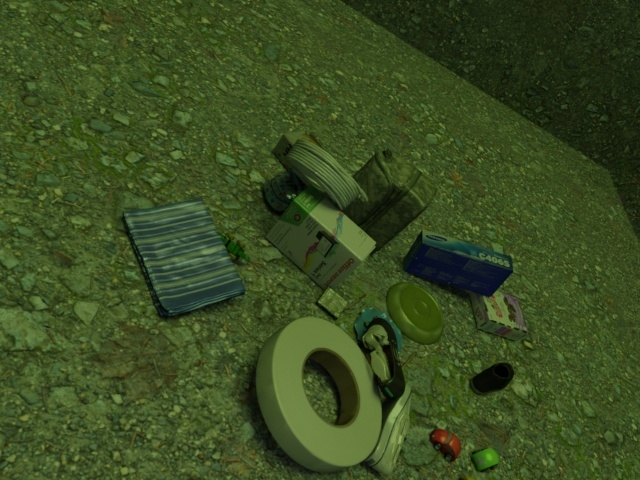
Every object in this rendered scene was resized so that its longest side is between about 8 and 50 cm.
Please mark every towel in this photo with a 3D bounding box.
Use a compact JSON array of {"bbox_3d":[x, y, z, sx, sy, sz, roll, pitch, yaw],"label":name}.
[{"bbox_3d":[-0.368,0.034,1.505,0.243,0.040,0.336,-14,64,-33],"label":"towel"}]

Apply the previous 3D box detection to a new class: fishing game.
[{"bbox_3d":[0.188,0.286,1.741,0.264,0.041,0.189,51,40,12],"label":"fishing game"}]

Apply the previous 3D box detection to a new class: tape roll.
[{"bbox_3d":[0.007,0.386,1.425,0.392,0.072,0.392,31,41,-31],"label":"tape roll"}]

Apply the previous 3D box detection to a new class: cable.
[{"bbox_3d":[0.003,-0.200,1.717,0.257,0.089,0.257,36,-7,45],"label":"cable"}]

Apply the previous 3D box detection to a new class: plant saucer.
[{"bbox_3d":[0.332,0.238,1.895,0.240,0.037,0.241,21,44,-22],"label":"plant saucer"}]

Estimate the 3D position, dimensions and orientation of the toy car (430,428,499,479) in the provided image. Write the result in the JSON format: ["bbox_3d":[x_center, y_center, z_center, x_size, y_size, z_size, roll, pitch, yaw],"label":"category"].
[{"bbox_3d":[0.449,0.642,1.615,0.224,0.053,0.239,1,55,-37],"label":"toy car"}]

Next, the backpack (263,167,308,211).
[{"bbox_3d":[-0.096,-0.167,1.863,0.173,0.117,0.158,7,52,-32],"label":"backpack"}]

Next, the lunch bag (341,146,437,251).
[{"bbox_3d":[0.211,-0.149,1.946,0.256,0.305,0.212,45,38,-1],"label":"lunch bag"}]

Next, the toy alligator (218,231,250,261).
[{"bbox_3d":[-0.281,0.002,1.628,0.189,0.056,0.051,36,-4,4],"label":"toy alligator"}]

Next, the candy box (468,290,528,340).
[{"bbox_3d":[0.669,0.272,2.095,0.196,0.070,0.165,19,45,-23],"label":"candy box"}]

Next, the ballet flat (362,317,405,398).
[{"bbox_3d":[0.174,0.314,1.581,0.096,0.095,0.280,42,21,-38],"label":"ballet flat"}]

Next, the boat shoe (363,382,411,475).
[{"bbox_3d":[0.203,0.510,1.514,0.088,0.096,0.267,42,41,-6],"label":"boat shoe"}]

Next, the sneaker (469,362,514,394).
[{"bbox_3d":[0.609,0.447,1.858,0.222,0.118,0.083,-10,61,-42],"label":"sneaker"}]

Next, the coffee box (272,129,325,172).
[{"bbox_3d":[-0.039,-0.273,2.012,0.141,0.098,0.247,-21,69,-46],"label":"coffee box"}]

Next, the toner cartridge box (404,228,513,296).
[{"bbox_3d":[0.493,0.084,2.002,0.347,0.165,0.075,17,44,-8],"label":"toner cartridge box"}]

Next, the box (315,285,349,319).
[{"bbox_3d":[0.037,0.191,1.705,0.083,0.018,0.067,38,63,-3],"label":"box"}]

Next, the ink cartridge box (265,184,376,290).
[{"bbox_3d":[0.000,0.000,1.722,0.278,0.201,0.117,42,41,0],"label":"ink cartridge box"}]
